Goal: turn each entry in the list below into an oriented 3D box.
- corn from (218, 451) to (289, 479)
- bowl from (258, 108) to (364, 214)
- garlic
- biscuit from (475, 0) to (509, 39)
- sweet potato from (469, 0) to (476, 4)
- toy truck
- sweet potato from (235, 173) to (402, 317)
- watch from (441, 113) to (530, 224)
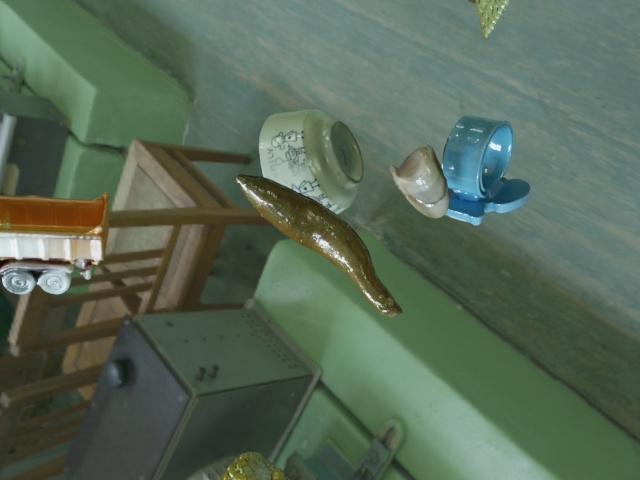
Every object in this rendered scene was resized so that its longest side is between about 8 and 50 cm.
[{"bbox_3d":[-0.099,0.306,0.619,0.080,0.080,0.238,32,103,37],"label":"corn"},{"bbox_3d":[-0.002,-0.149,1.249,0.126,0.237,0.238,-18,78,28],"label":"bowl"},{"bbox_3d":[0.206,-0.112,1.286,0.099,0.174,0.124,-33,50,6],"label":"garlic"},{"bbox_3d":[0.324,-0.485,1.179,0.231,0.016,0.139,111,154,-70],"label":"biscuit"},{"bbox_3d":[0.293,-0.554,1.393,0.075,0.074,0.269,-50,58,30],"label":"sweet potato"},{"bbox_3d":[-0.431,-0.005,0.898,0.114,0.270,0.135,-109,25,-56],"label":"toy truck"},{"bbox_3d":[0.005,-0.001,1.098,0.346,0.108,0.079,40,123,-3],"label":"sweet potato"},{"bbox_3d":[0.330,-0.160,1.392,0.211,0.211,0.193,27,140,39],"label":"watch"}]
